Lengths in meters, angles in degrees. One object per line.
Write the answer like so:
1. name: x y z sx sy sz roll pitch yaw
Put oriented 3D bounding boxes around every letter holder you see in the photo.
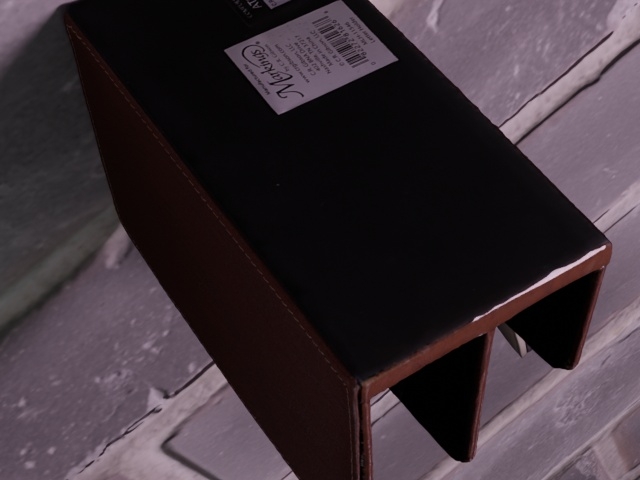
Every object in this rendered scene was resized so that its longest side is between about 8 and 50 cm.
1. letter holder: 0.000 0.000 0.767 0.152 0.302 0.214 -27 146 -19

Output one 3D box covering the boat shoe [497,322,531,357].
1. boat shoe: 0.184 0.040 1.217 0.065 0.075 0.206 -33 143 -5
